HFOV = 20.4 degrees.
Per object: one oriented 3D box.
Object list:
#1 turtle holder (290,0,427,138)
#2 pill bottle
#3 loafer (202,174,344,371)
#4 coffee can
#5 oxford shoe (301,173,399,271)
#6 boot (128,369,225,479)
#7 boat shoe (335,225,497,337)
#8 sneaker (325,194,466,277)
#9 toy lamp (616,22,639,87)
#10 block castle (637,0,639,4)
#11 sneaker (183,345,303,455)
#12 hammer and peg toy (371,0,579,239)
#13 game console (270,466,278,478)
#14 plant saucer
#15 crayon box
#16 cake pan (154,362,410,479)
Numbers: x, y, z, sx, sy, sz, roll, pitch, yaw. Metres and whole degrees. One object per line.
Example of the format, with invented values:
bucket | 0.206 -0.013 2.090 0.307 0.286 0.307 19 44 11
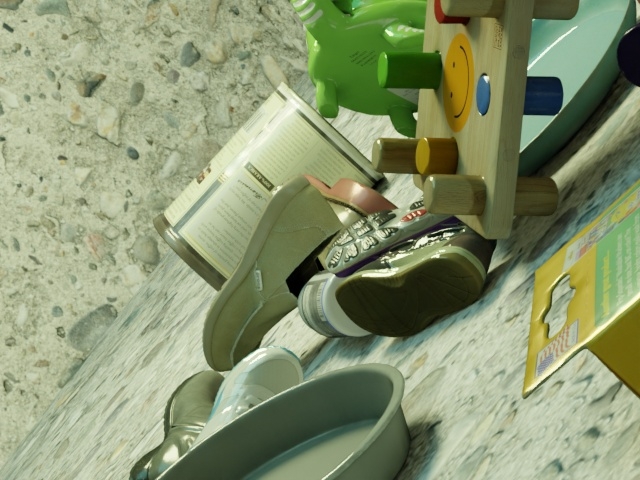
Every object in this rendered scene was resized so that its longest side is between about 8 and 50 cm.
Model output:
turtle holder | 0.068 -0.301 2.464 0.243 0.320 0.227 118 149 -55
pill bottle | 0.023 0.068 1.942 0.078 0.078 0.137 -50 9 -13
loafer | -0.055 0.055 2.053 0.102 0.092 0.269 -31 -30 -57
coffee can | -0.073 -0.059 2.539 0.275 0.201 0.201 -47 9 4
oxford shoe | 0.000 0.000 2.215 0.130 0.123 0.348 -55 9 -9
boot | -0.108 0.210 2.039 0.161 0.083 0.246 -29 17 28
boat shoe | 0.098 0.037 1.744 0.073 0.080 0.223 -47 12 -31
sneaker | 0.088 0.005 1.824 0.169 0.071 0.068 -21 27 -2
toy lamp | 0.349 -0.243 1.732 0.080 0.080 0.275 -41 13 36
block castle | 0.358 -0.405 1.693 0.303 0.213 0.453 -30 29 6
sneaker | -0.087 0.214 1.858 0.229 0.087 0.092 -57 17 -8
hammer and peg toy | 0.144 -0.201 1.670 0.266 0.127 0.361 -132 45 -70
game console | -0.163 0.372 1.650 0.386 0.060 0.342 -42 5 28
plant saucer | 0.233 -0.156 1.928 0.317 0.043 0.317 -47 16 17
crayon box | 0.272 -0.019 1.121 0.323 0.083 0.203 -44 10 22
cake pan | -0.044 0.209 1.521 0.293 0.054 0.293 -30 12 7
